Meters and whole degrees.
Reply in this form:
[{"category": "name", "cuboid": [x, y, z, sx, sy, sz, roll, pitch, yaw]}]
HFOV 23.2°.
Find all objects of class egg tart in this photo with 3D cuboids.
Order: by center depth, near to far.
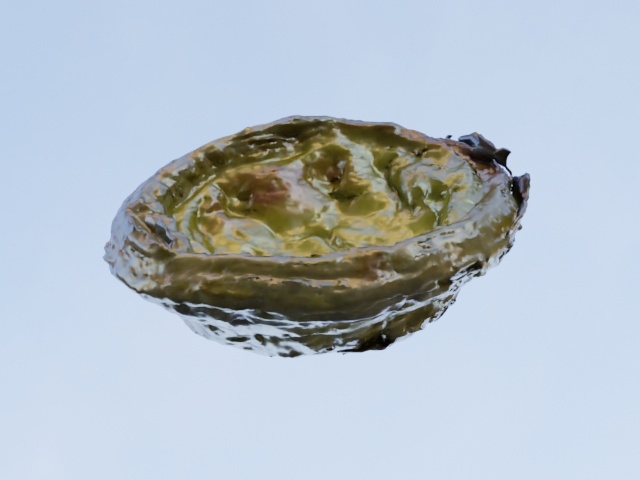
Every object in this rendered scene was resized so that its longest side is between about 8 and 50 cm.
[{"category": "egg tart", "cuboid": [0.000, 0.000, 1.009, 0.279, 0.279, 0.095, 0, -63, 8]}]
